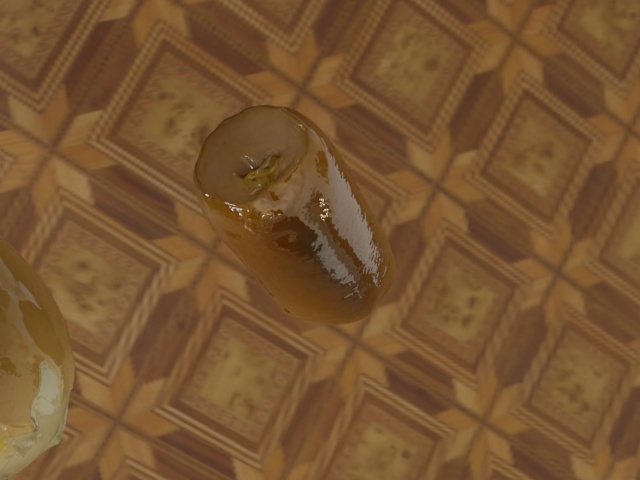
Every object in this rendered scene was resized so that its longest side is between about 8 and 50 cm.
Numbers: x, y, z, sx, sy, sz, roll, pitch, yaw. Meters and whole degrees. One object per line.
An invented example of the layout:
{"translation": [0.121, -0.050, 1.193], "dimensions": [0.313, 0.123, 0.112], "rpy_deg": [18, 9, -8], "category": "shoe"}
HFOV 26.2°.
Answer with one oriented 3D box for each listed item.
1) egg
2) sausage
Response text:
{"translation": [-0.284, 0.074, 0.959], "dimensions": [0.201, 0.201, 0.244], "rpy_deg": [-29, 71, -22], "category": "egg"}
{"translation": [-0.005, 0.003, 1.116], "dimensions": [0.112, 0.112, 0.328], "rpy_deg": [-57, 153, -12], "category": "sausage"}
